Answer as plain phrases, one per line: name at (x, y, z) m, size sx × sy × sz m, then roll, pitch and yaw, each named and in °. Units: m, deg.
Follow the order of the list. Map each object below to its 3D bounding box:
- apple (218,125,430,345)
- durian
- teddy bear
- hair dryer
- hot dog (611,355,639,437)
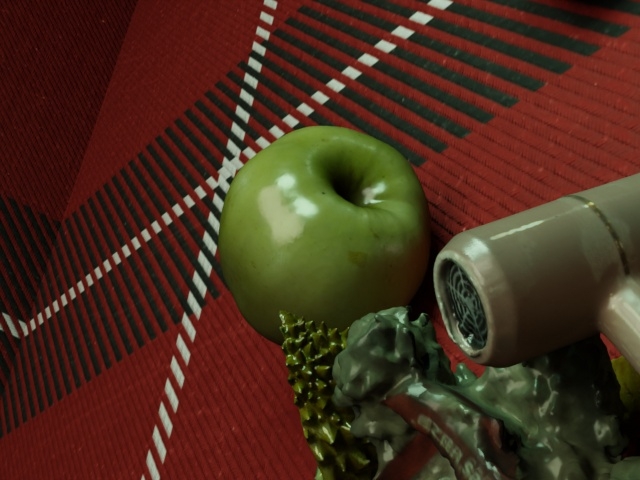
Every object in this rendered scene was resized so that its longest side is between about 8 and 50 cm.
apple at (0.000, 0.000, 1.346) m, size 0.262 × 0.262 × 0.262 m, roll -43°, pitch 31°, yaw 33°
durian at (0.043, 0.177, 1.130) m, size 0.166 × 0.306 × 0.172 m, roll 29°, pitch 88°, yaw 21°
teddy bear at (0.174, 0.214, 0.849) m, size 0.367 × 0.224 × 0.357 m, roll -17°, pitch 59°, yaw 49°
hair dryer at (0.233, 0.091, 0.770) m, size 0.344 × 0.189 × 0.107 m, roll -125°, pitch 25°, yaw -45°
hot dog at (0.317, 0.100, 0.867) m, size 0.286 × 0.061 × 0.088 m, roll -30°, pitch 50°, yaw 49°
